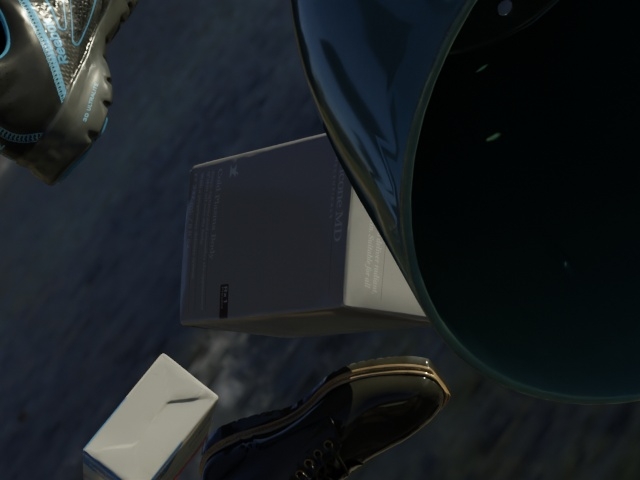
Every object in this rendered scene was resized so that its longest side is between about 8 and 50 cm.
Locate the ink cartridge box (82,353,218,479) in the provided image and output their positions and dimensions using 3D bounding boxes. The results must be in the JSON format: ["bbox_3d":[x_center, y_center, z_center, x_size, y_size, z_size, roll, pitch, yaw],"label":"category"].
[{"bbox_3d":[-0.183,0.220,1.932,0.134,0.078,0.231,-51,-6,-20],"label":"ink cartridge box"}]

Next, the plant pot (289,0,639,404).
[{"bbox_3d":[0.119,-0.110,0.834,0.293,0.293,0.235,-51,40,12],"label":"plant pot"}]

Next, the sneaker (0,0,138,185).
[{"bbox_3d":[-0.246,-0.215,1.646,0.125,0.140,0.341,-39,33,38],"label":"sneaker"}]

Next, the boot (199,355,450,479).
[{"bbox_3d":[0.002,0.170,1.277,0.198,0.077,0.137,-29,28,21],"label":"boot"}]

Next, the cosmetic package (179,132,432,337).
[{"bbox_3d":[0.000,0.000,1.271,0.238,0.107,0.127,-14,70,60],"label":"cosmetic package"}]
